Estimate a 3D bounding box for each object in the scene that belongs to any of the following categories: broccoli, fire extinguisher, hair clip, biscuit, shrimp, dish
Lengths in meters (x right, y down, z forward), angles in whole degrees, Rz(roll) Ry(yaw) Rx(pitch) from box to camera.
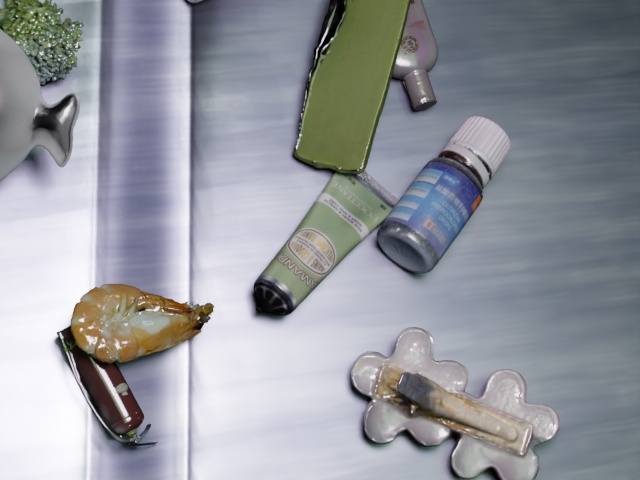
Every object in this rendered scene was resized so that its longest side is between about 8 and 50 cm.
[{"bbox_3d":[-0.338,-0.272,1.657,0.118,0.122,0.204,8,58,-31],"label":"broccoli"},{"bbox_3d":[-0.234,0.160,1.586,0.064,0.043,0.158,-21,79,-56],"label":"fire extinguisher"},{"bbox_3d":[0.157,0.195,1.692,0.257,0.075,0.146,25,71,-16],"label":"hair clip"},{"bbox_3d":[0.046,-0.237,1.766,0.099,0.038,0.322,13,78,6],"label":"biscuit"},{"bbox_3d":[-0.190,0.087,1.601,0.184,0.043,0.091,-3,67,-37],"label":"shrimp"},{"bbox_3d":[-0.389,-0.142,1.553,0.246,0.078,0.224,11,94,5],"label":"dish"}]

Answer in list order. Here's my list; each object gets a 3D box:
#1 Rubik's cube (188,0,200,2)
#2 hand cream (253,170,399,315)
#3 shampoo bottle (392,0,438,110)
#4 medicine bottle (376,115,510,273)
[{"bbox_3d":[-0.063,-0.518,1.685,0.322,0.319,0.316,-27,83,-23],"label":"Rubik's cube"},{"bbox_3d":[0.000,0.000,1.706,0.086,0.055,0.235,43,60,-3],"label":"hand cream"},{"bbox_3d":[0.105,-0.243,1.810,0.080,0.040,0.165,-14,79,-16],"label":"shampoo bottle"},{"bbox_3d":[0.152,-0.058,1.752,0.083,0.083,0.203,38,66,-5],"label":"medicine bottle"}]
